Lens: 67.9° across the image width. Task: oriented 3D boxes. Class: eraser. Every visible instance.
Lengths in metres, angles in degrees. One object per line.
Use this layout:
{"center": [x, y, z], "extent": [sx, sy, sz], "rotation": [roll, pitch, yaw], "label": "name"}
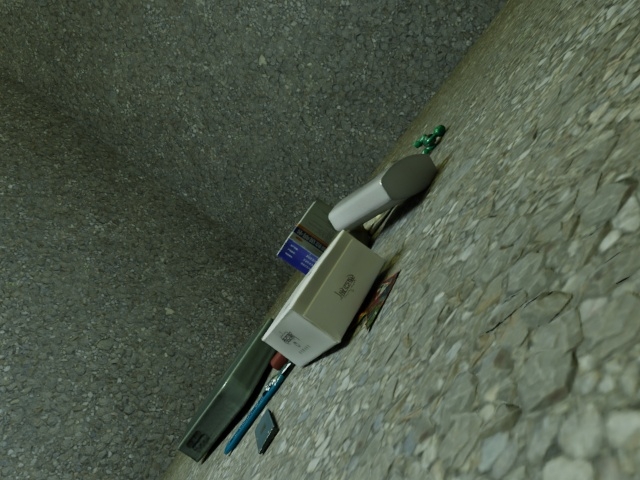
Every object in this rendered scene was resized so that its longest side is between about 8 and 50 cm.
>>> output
{"center": [0.150, -0.115, 1.203], "extent": [0.174, 0.094, 0.270], "rotation": [-30, -1, -29], "label": "eraser"}

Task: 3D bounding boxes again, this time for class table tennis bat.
{"center": [-0.033, 0.225, 1.257], "extent": [0.310, 0.038, 0.200], "rotation": [-53, 3, 18], "label": "table tennis bat"}

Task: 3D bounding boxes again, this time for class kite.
{"center": [0.092, 0.112, 0.855], "extent": [0.159, 0.010, 0.190], "rotation": [-54, 2, 9], "label": "kite"}

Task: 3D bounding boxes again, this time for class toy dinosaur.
{"center": [0.332, -0.306, 1.424], "extent": [0.096, 0.059, 0.132], "rotation": [-46, -2, 27], "label": "toy dinosaur"}

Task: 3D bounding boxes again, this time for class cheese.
{"center": [0.065, 0.037, 1.345], "extent": [0.175, 0.091, 0.202], "rotation": [-55, 2, 21], "label": "cheese"}

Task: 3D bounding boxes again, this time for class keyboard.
{"center": [-0.112, 0.381, 0.958], "extent": [0.055, 0.014, 0.176], "rotation": [-56, 3, -13], "label": "keyboard"}

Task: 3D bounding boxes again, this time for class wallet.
{"center": [0.201, -0.139, 1.532], "extent": [0.274, 0.068, 0.335], "rotation": [-57, 9, 10], "label": "wallet"}

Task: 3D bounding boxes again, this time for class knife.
{"center": [-0.152, 0.408, 1.177], "extent": [0.296, 0.026, 0.044], "rotation": [-54, 15, -1], "label": "knife"}

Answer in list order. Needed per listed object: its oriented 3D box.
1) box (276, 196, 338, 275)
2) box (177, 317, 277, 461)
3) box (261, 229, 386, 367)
{"center": [0.000, 0.000, 1.707], "extent": [0.106, 0.200, 0.299], "rotation": [-53, 3, 38], "label": "box"}
{"center": [-0.288, 0.487, 1.594], "extent": [0.396, 0.111, 0.396], "rotation": [-53, 2, 28], "label": "box"}
{"center": [0.000, 0.132, 0.996], "extent": [0.203, 0.116, 0.274], "rotation": [-54, 0, -30], "label": "box"}
